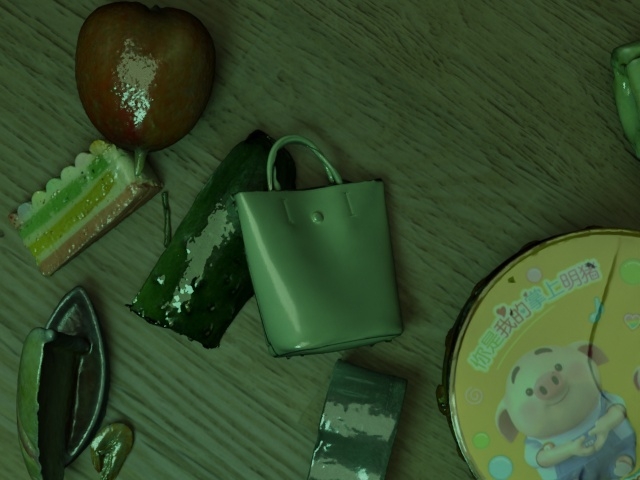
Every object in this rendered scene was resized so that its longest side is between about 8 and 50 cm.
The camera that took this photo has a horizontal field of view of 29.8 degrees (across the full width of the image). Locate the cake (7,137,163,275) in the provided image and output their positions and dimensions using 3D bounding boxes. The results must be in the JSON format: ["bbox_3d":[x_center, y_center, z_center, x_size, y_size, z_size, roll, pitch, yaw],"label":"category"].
[{"bbox_3d":[-0.346,-0.055,1.734,0.225,0.090,0.109,-37,88,0],"label":"cake"}]

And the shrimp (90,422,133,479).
[{"bbox_3d":[-0.308,0.310,1.722,0.059,0.023,0.108,28,88,-29],"label":"shrimp"}]

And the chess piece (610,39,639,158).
[{"bbox_3d":[0.633,-0.238,1.638,0.442,0.234,0.234,-17,84,4],"label":"chess piece"}]

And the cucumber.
[{"bbox_3d":[-0.134,-0.005,1.713,0.145,0.105,0.325,30,85,6],"label":"cucumber"}]

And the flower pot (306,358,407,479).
[{"bbox_3d":[0.046,0.289,1.674,0.108,0.103,0.229,14,85,4],"label":"flower pot"}]

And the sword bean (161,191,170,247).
[{"bbox_3d":[-0.226,-0.030,1.762,0.012,0.012,0.083,-4,84,3],"label":"sword bean"}]

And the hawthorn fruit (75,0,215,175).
[{"bbox_3d":[-0.250,-0.211,1.682,0.199,0.199,0.251,2,72,3],"label":"hawthorn fruit"}]

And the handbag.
[{"bbox_3d":[0.000,0.000,1.674,0.241,0.109,0.315,-6,85,-29],"label":"handbag"}]

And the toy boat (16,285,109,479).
[{"bbox_3d":[-0.366,0.215,1.638,0.111,0.293,0.276,7,101,4],"label":"toy boat"}]

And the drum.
[{"bbox_3d":[0.371,0.193,1.611,0.431,0.214,0.431,0,85,2],"label":"drum"}]
